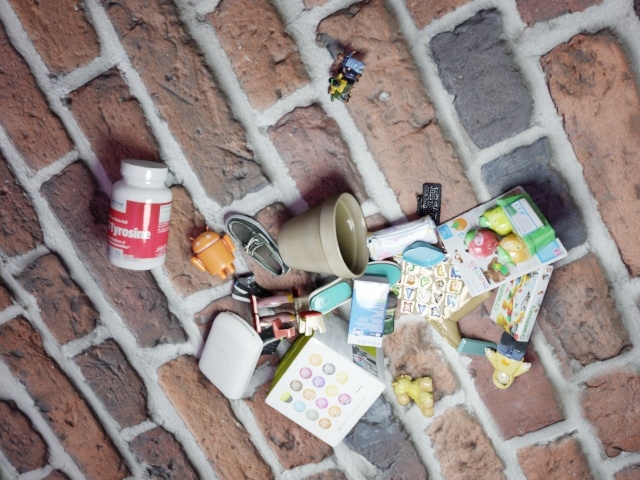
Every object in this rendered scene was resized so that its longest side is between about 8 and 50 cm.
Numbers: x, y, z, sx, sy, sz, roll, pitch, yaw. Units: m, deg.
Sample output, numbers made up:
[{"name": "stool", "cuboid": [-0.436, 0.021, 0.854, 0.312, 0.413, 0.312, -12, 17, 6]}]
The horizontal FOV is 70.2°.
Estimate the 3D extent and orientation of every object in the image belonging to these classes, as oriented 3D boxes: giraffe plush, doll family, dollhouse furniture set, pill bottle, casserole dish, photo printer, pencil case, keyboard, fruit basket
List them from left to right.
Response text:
[{"name": "pill bottle", "cuboid": [-0.719, -0.107, 1.821, 0.229, 0.229, 0.408, 12, 105, 4]}, {"name": "photo printer", "cuboid": [-0.380, 0.476, 1.943, 0.256, 0.107, 0.307, 33, 108, 32]}, {"name": "dollhouse furniture set", "cuboid": [-0.138, 0.268, 1.725, 0.201, 0.374, 0.152, -8, 88, -18]}, {"name": "doll family", "cuboid": [0.087, -0.605, 1.687, 0.111, 0.076, 0.193, 29, 100, 3]}, {"name": "pencil case", "cuboid": [0.314, -0.012, 1.768, 0.273, 0.113, 0.124, -16, 141, 16]}, {"name": "giraffe plush", "cuboid": [0.383, 0.629, 1.906, 0.170, 0.210, 0.181, -4, 128, 13]}, {"name": "casserole dish", "cuboid": [0.392, 0.052, 1.742, 0.188, 0.037, 0.114, 17, 141, -34]}, {"name": "keyboard", "cuboid": [0.422, -0.123, 1.783, 0.100, 0.038, 0.192, 0, 103, 7]}, {"name": "fruit basket", "cuboid": [0.643, -0.008, 1.661, 0.353, 0.165, 0.327, -23, 56, 8]}]

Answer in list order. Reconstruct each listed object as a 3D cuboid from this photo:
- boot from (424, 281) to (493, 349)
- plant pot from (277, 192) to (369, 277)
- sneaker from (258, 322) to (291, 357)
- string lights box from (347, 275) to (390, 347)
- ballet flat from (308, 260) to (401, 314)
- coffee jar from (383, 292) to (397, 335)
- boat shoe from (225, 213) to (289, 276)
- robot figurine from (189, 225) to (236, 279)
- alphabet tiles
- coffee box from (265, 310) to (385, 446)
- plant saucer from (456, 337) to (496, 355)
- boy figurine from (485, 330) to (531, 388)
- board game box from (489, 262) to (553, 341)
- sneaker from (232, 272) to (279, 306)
[{"name": "boot", "cuboid": [0.587, 0.293, 1.843, 0.236, 0.089, 0.269, 44, 103, -6]}, {"name": "plant pot", "cuboid": [0.000, 0.000, 1.746, 0.280, 0.323, 0.323, -10, 103, 25]}, {"name": "sneaker", "cuboid": [-0.213, 0.441, 1.990, 0.234, 0.084, 0.097, -28, 121, 15]}, {"name": "string lights box", "cuboid": [0.182, 0.270, 1.745, 0.133, 0.077, 0.260, 7, 105, 3]}, {"name": "ballet flat", "cuboid": [0.126, 0.177, 1.838, 0.400, 0.139, 0.139, -23, 101, -6]}, {"name": "coffee jar", "cuboid": [0.259, 0.297, 1.854, 0.096, 0.079, 0.184, -5, 126, -10]}, {"name": "boat shoe", "cuboid": [-0.253, 0.017, 1.853, 0.335, 0.119, 0.121, 38, 105, -4]}, {"name": "robot figurine", "cuboid": [-0.441, 0.055, 1.881, 0.158, 0.128, 0.219, -28, 100, 37]}, {"name": "alphabet tiles", "cuboid": [0.424, 0.138, 1.824, 0.285, 0.011, 0.342, 9, 98, 15]}, {"name": "coffee box", "cuboid": [0.028, 0.528, 1.836, 0.334, 0.338, 0.338, 35, 105, -2]}, {"name": "plant saucer", "cuboid": [0.641, 0.441, 1.862, 0.192, 0.018, 0.067, 13, 108, -28]}, {"name": "boy figurine", "cuboid": [0.744, 0.485, 1.831, 0.177, 0.092, 0.285, 22, 136, 26]}, {"name": "board game box", "cuboid": [0.762, 0.204, 1.744, 0.053, 0.193, 0.305, 8, 105, -14]}, {"name": "sneaker", "cuboid": [-0.266, 0.203, 1.922, 0.217, 0.079, 0.121, 11, 106, 5]}]
